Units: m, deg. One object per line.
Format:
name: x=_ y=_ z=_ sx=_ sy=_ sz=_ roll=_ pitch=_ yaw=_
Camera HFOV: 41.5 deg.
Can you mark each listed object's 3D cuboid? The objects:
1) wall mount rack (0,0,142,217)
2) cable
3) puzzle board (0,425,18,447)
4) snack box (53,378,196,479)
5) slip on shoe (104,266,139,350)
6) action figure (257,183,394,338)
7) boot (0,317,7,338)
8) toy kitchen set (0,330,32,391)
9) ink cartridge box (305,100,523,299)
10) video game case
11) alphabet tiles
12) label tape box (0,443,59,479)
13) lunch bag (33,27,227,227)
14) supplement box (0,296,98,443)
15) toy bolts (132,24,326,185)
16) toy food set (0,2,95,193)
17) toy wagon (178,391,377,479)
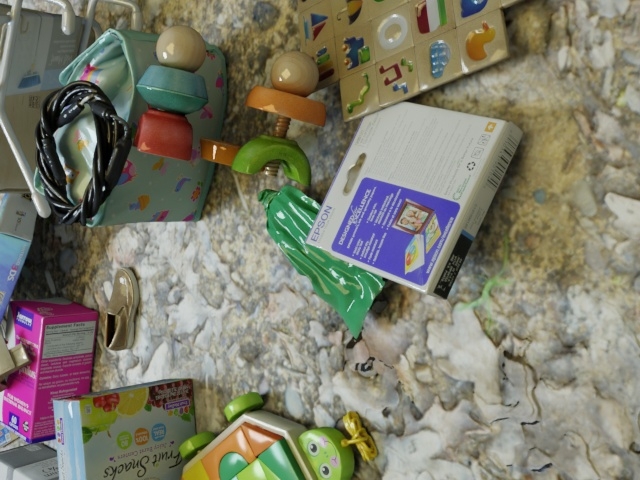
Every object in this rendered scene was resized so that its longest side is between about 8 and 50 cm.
wall mount rack: x=-0.379 y=-0.215 z=1.258 sx=0.130 sy=0.350 sz=0.304 roll=20 pitch=108 yaw=10
cable: x=-0.312 y=-0.106 z=1.064 sx=0.150 sy=0.047 sz=0.184 roll=36 pitch=115 yaw=23
puzzle board: x=-0.590 y=0.331 z=1.605 sx=0.128 sy=0.011 sz=0.096 roll=-32 pitch=73 yaw=36
snack box: x=-0.275 y=0.300 z=1.222 sx=0.070 sy=0.207 sz=0.174 roll=-8 pitch=85 yaw=39
slip on shoe: x=-0.326 y=0.111 z=1.365 sx=0.051 sy=0.041 sz=0.135 roll=11 pitch=98 yaw=38
action figure: x=0.000 y=0.000 z=1.084 sx=0.232 sy=0.063 sz=0.137 roll=40 pitch=117 yaw=27
boot: x=-0.648 y=0.159 z=1.599 sx=0.069 sy=0.086 sz=0.190 roll=-40 pitch=67 yaw=32
toy kitchen set: x=-0.516 y=0.194 z=1.386 sx=0.083 sy=0.075 sz=0.068 roll=-28 pitch=72 yaw=-6
ink cartridge box: x=0.100 y=-0.057 z=0.969 sx=0.208 sy=0.045 sz=0.206 roll=22 pitch=86 yaw=46
video game case: x=-0.555 y=0.041 z=1.460 sx=0.269 sy=0.061 sz=0.244 roll=-61 pitch=24 yaw=22
alphabet tiles: x=0.104 y=-0.308 z=1.003 sx=0.343 sy=0.011 sz=0.285 roll=-17 pitch=72 yaw=38
label tape box: x=-0.436 y=0.511 z=1.423 sx=0.334 sy=0.106 sz=0.240 roll=11 pitch=98 yaw=39
lunch bag: x=-0.248 y=-0.163 z=1.178 sx=0.160 sy=0.223 sz=0.262 roll=28 pitch=108 yaw=27
supplement box: x=-0.464 y=0.216 z=1.436 sx=0.111 sy=0.114 sz=0.220 roll=14 pitch=98 yaw=39
toy bolts: x=-0.123 y=-0.176 z=1.070 sx=0.218 sy=0.229 sz=0.158 roll=27 pitch=105 yaw=65
toy food set: x=-0.490 y=-0.226 z=1.376 sx=0.092 sy=0.220 sz=0.306 roll=10 pitch=98 yaw=38
toy wagon: x=-0.065 y=0.342 z=1.143 sx=0.344 sy=0.068 sz=0.267 roll=-44 pitch=65 yaw=31
